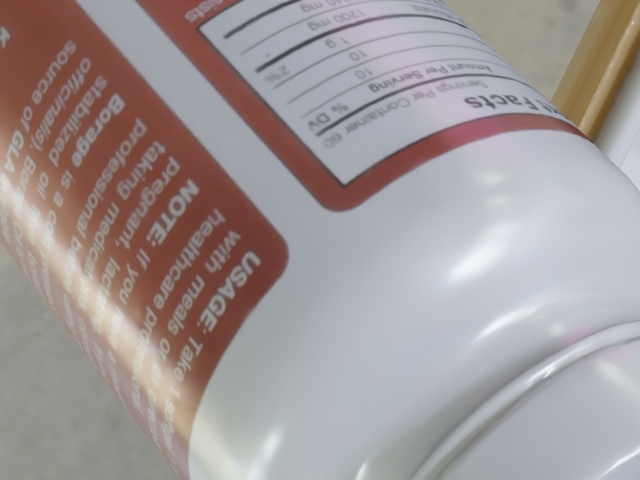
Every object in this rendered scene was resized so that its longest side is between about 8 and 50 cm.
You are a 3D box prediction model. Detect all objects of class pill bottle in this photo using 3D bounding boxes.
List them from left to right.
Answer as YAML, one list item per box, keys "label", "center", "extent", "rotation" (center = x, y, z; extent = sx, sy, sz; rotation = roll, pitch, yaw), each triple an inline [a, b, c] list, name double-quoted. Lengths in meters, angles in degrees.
- label: "pill bottle"
  center: [0.000, 0.000, 0.454]
  extent: [0.121, 0.121, 0.216]
  rotation: [-48, 57, 12]

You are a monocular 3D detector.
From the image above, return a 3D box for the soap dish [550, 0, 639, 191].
- label: "soap dish"
  center: [0.261, -0.062, 1.362]
  extent: [0.291, 0.229, 0.118]
  rotation: [-64, 29, 1]
